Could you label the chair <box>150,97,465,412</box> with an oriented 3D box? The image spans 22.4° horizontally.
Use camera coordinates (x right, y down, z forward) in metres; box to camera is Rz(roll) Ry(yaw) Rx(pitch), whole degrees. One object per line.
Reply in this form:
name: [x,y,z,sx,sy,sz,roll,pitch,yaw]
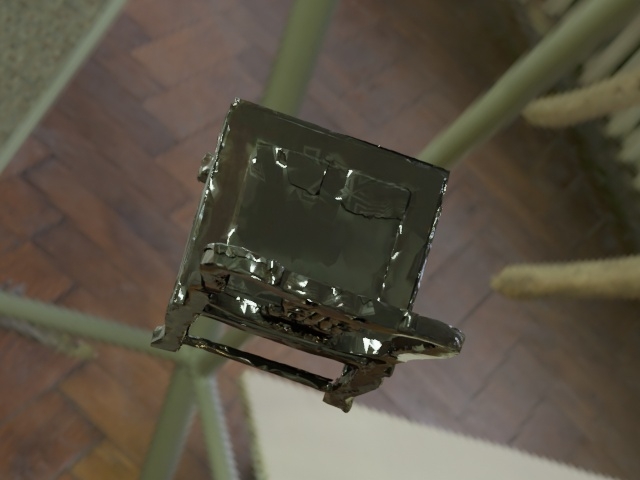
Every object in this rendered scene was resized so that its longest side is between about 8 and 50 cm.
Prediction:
chair: [0.000,0.000,0.679,0.106,0.229,0.113,18,73,-8]
